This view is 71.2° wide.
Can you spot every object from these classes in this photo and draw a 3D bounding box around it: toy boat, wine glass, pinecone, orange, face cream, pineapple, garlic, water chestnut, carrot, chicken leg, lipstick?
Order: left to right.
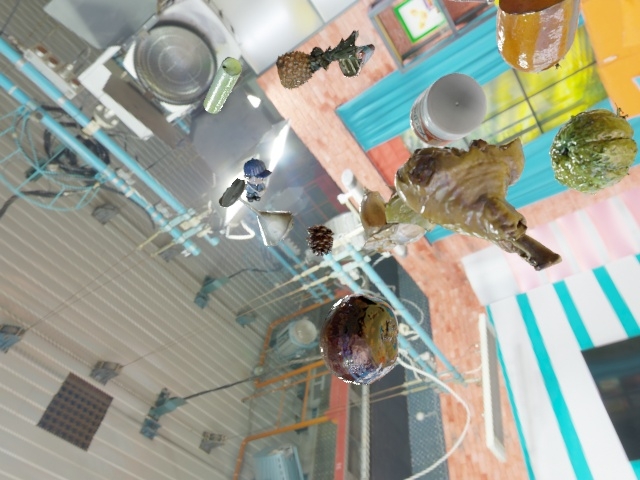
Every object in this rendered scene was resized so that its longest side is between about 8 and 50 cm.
[{"bbox_3d":[-0.372,-0.575,1.675,0.076,0.304,0.076,7,-105,-27],"label":"lipstick"},{"bbox_3d":[-0.172,-0.076,1.180,0.183,0.122,0.122,39,-145,-36],"label":"wine glass"},{"bbox_3d":[0.002,-0.565,1.401,0.130,0.278,0.118,-35,-71,-77],"label":"pineapple"},{"bbox_3d":[0.004,-0.001,1.478,0.102,0.102,0.109,20,-137,-55],"label":"pinecone"},{"bbox_3d":[0.128,0.364,1.670,0.350,0.302,0.350,0,-89,-52],"label":"water chestnut"},{"bbox_3d":[0.154,-0.804,1.984,0.136,0.079,0.392,60,175,-15],"label":"toy boat"},{"bbox_3d":[0.274,-0.082,1.777,0.249,0.286,0.313,30,-149,-16],"label":"garlic"},{"bbox_3d":[0.415,-0.424,1.476,0.201,0.201,0.187,62,176,-4],"label":"face cream"},{"bbox_3d":[0.383,-0.106,1.001,0.409,0.295,0.182,46,170,29],"label":"chicken leg"},{"bbox_3d":[0.568,-0.563,1.185,0.331,0.193,0.214,37,-150,-58],"label":"carrot"},{"bbox_3d":[0.952,-0.318,1.604,0.301,0.223,0.300,128,135,-74],"label":"orange"}]

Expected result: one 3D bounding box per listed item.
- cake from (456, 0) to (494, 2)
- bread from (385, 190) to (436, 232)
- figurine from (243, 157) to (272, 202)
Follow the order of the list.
[{"bbox_3d":[0.489,-0.930,1.389,0.230,0.237,0.308,37,163,41],"label":"cake"},{"bbox_3d":[0.269,-0.094,1.294,0.086,0.156,0.125,-33,-44,-71],"label":"bread"},{"bbox_3d":[-0.195,-0.182,1.326,0.077,0.136,0.079,-14,-117,-28],"label":"figurine"}]
